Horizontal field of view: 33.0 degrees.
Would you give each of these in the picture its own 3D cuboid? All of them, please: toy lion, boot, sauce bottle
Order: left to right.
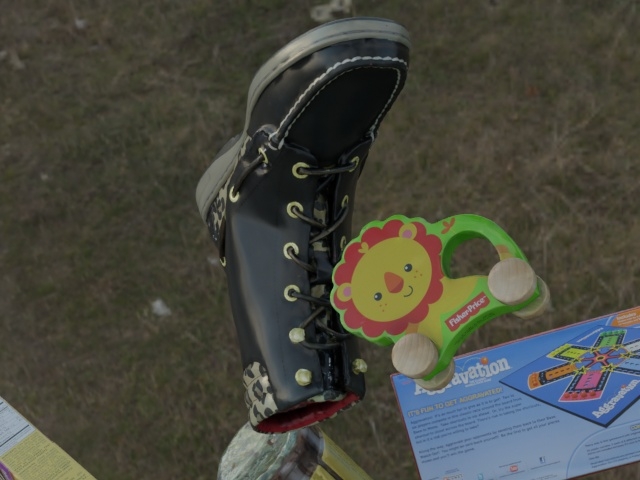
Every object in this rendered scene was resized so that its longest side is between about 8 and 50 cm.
[{"bbox_3d":[0.001,0.000,0.627,0.085,0.236,0.178,-2,66,-27],"label":"boot"},{"bbox_3d":[0.044,0.302,1.049,0.111,0.344,0.111,-33,25,18],"label":"sauce bottle"},{"bbox_3d":[0.056,0.022,0.571,0.100,0.034,0.096,-38,56,11],"label":"toy lion"}]

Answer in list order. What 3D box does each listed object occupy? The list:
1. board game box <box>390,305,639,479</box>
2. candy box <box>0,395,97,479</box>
[{"bbox_3d":[0.223,0.163,1.059,0.281,0.145,0.027,-16,-4,6],"label":"board game box"},{"bbox_3d":[-0.274,0.237,1.056,0.053,0.109,0.186,-37,45,-28],"label":"candy box"}]
